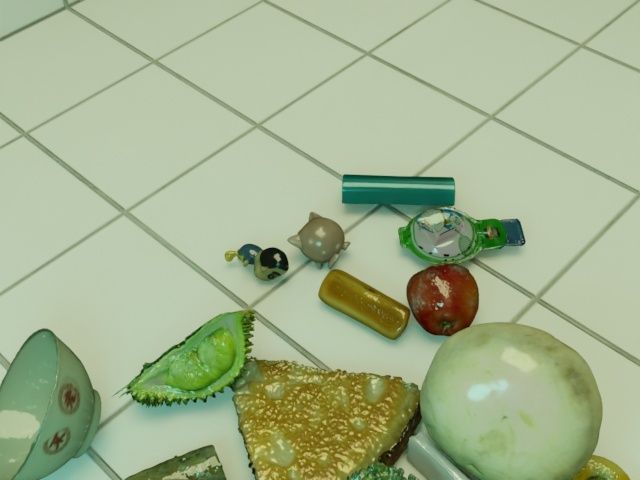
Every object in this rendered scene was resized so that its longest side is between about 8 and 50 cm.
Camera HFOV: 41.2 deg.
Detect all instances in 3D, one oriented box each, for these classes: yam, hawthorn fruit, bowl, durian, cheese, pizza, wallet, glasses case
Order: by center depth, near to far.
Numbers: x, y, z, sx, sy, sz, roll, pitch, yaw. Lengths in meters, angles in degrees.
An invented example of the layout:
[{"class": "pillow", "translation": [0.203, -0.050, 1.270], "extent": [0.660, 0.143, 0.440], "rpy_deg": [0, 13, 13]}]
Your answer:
[{"class": "yam", "translation": [-0.292, 0.493, 1.725], "extent": [0.194, 0.107, 0.107], "rpy_deg": [-18, 49, -13]}, {"class": "wallet", "translation": [0.246, 0.472, 1.728], "extent": [0.033, 0.095, 0.190], "rpy_deg": [-26, 52, -30]}, {"class": "bowl", "translation": [-0.562, 0.365, 1.782], "extent": [0.157, 0.337, 0.337], "rpy_deg": [24, 36, -33]}, {"class": "pizza", "translation": [-0.008, 0.437, 1.786], "extent": [0.435, 0.080, 0.392], "rpy_deg": [6, 47, 9]}, {"class": "durian", "translation": [-0.272, 0.250, 1.863], "extent": [0.352, 0.169, 0.158], "rpy_deg": [-34, 39, 14]}, {"class": "hawthorn fruit", "translation": [0.287, 0.141, 1.995], "extent": [0.173, 0.173, 0.173], "rpy_deg": [-1, 47, 1]}, {"class": "cheese", "translation": [0.361, -0.016, 2.187], "extent": [0.320, 0.083, 0.204], "rpy_deg": [-4, 47, 1]}, {"class": "glasses case", "translation": [0.209, -0.143, 2.300], "extent": [0.301, 0.070, 0.117], "rpy_deg": [0, 21, 4]}]

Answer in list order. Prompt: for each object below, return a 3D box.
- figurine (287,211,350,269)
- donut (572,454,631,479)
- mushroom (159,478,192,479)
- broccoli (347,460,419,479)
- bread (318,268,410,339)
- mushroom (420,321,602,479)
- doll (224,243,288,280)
[{"class": "figurine", "translation": [0.000, 0.000, 2.172], "extent": [0.138, 0.125, 0.125], "rpy_deg": [32, 54, 9]}, {"class": "donut", "translation": [0.556, 0.509, 1.702], "extent": [0.162, 0.065, 0.178], "rpy_deg": [-21, 49, -17]}, {"class": "mushroom", "translation": [-0.287, 0.560, 1.501], "extent": [0.314, 0.336, 0.314], "rpy_deg": [-1, 67, 2]}, {"class": "broccoli", "translation": [0.109, 0.579, 1.600], "extent": [0.245, 0.248, 0.288], "rpy_deg": [-12, 46, 43]}, {"class": "bread", "translation": [0.109, 0.156, 2.041], "extent": [0.239, 0.074, 0.092], "rpy_deg": [29, 87, 25]}, {"class": "mushroom", "translation": [0.375, 0.346, 1.717], "extent": [0.353, 0.353, 0.325], "rpy_deg": [5, 69, 7]}, {"class": "doll", "translation": [-0.152, 0.056, 2.145], "extent": [0.179, 0.089, 0.102], "rpy_deg": [7, 9, 34]}]
